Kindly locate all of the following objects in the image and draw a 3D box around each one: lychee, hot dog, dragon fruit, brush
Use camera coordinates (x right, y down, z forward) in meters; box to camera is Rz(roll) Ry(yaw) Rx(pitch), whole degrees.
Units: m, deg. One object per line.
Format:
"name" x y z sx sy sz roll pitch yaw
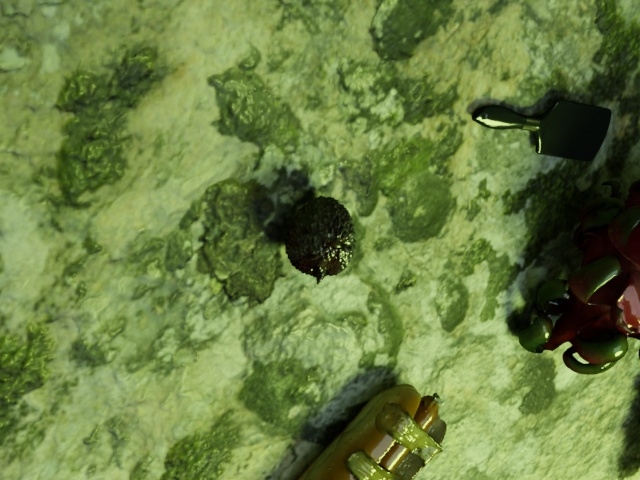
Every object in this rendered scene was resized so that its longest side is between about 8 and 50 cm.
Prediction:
"lychee" 0.000 0.000 1.101 0.068 0.067 0.083 64 38 -76
"hot dog" 0.035 0.263 1.273 0.269 0.072 0.109 -48 130 -6
"dragon fruit" 0.361 0.048 1.298 0.218 0.198 0.273 38 88 -17
"brush" 0.231 -0.121 1.235 0.193 0.016 0.063 4 111 -38
